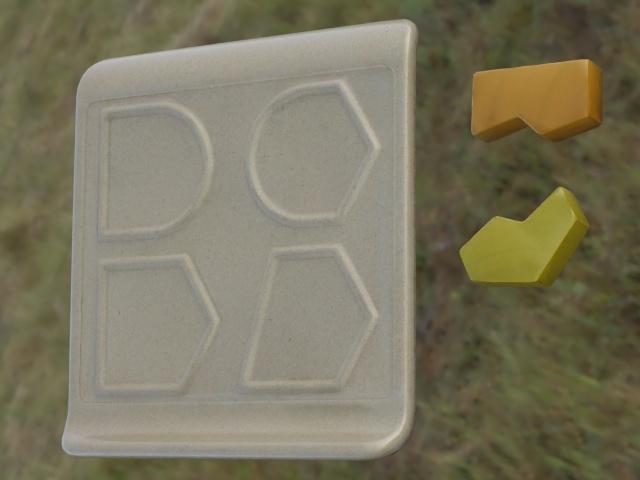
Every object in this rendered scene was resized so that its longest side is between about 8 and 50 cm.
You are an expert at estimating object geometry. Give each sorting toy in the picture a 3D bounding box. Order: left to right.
[{"bbox_3d":[0.000,0.000,0.868,0.307,0.041,0.229,-4,77,29],"label":"sorting toy"}]
